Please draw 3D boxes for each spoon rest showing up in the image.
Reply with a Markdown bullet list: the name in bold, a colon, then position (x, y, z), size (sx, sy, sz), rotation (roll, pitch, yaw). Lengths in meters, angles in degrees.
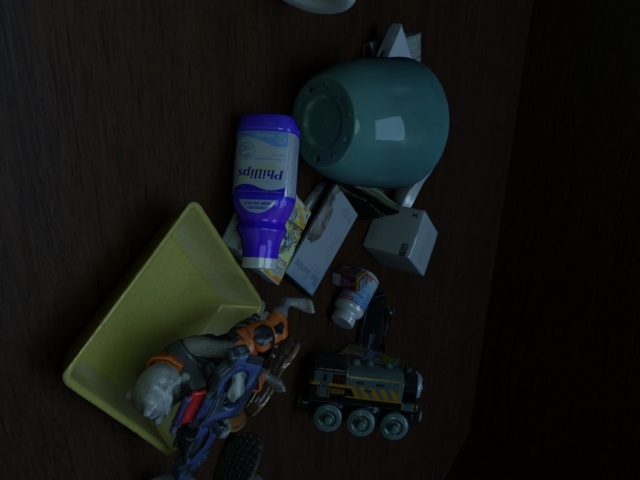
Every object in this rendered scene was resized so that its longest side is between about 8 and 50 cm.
- **spoon rest**: position (0.294, -0.195, 1.780), size (0.137, 0.084, 0.277), rotation (-30, 139, -57)

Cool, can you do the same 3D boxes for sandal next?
- **sandal**: position (0.122, -0.125, 1.518), size (0.302, 0.120, 0.086), rotation (34, 51, -57)

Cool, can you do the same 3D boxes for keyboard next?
- **keyboard**: position (0.170, 0.320, 1.890), size (0.201, 0.033, 0.317), rotation (-7, 110, -53)

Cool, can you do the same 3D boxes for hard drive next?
- **hard drive**: position (0.204, -0.369, 1.522), size (0.210, 0.040, 0.319), rotation (-67, 149, -21)

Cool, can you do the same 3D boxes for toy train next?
- **toy train**: position (0.110, 0.407, 1.541), size (0.142, 0.333, 0.190), rotation (-85, -178, -80)

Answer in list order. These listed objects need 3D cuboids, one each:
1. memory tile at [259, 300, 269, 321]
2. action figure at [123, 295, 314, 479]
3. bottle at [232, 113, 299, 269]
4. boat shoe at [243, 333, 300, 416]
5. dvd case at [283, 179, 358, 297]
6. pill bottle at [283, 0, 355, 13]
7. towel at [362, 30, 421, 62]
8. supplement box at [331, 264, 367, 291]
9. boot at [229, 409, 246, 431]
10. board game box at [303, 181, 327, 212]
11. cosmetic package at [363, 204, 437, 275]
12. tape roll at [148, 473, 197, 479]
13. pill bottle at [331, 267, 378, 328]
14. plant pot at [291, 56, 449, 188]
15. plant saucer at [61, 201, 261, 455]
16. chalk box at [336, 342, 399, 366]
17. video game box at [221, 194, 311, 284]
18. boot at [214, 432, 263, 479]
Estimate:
- **memory tile**: position (-0.156, 0.214, 1.277), size (0.148, 0.012, 0.113), rotation (-55, 146, -34)
- **action figure**: position (-0.183, 0.238, 0.986), size (0.330, 0.178, 0.341), rotation (-7, 136, -53)
- **bottle**: position (-0.104, -0.089, 1.076), size (0.092, 0.118, 0.283), rotation (17, 77, -78)
- **boat shoe**: position (-0.126, 0.296, 1.320), size (0.073, 0.073, 0.207), rotation (43, 54, -16)
- **dvd case**: position (0.000, 0.000, 1.409), size (0.253, 0.022, 0.180), rotation (-60, 150, -11)
- **pill bottle**: position (0.018, -0.599, 1.031), size (0.188, 0.187, 0.334), rotation (24, 82, -61)
- **towel**: position (0.206, -0.400, 1.596), size (0.324, 0.056, 0.312), rotation (-35, 132, -49)
- **supplement box**: position (0.078, 0.101, 1.567), size (0.055, 0.083, 0.043), rotation (-32, 130, -52)
- **boot**: position (-0.200, 0.309, 1.184), size (0.197, 0.072, 0.153), rotation (21, 80, -64)
- **board game box**: position (-0.007, -0.079, 1.399), size (0.090, 0.020, 0.090), rotation (-53, 144, -34)
- **cosmetic package**: position (0.243, -0.004, 1.743), size (0.183, 0.151, 0.151), rotation (43, 64, -59)
- **tape roll**: position (-0.270, 0.522, 0.998), size (0.219, 0.219, 0.072), rotation (-50, 143, -39)
- **pill bottle**: position (0.093, 0.163, 1.620), size (0.160, 0.087, 0.087), rotation (-60, 148, -28)
- **plant pot**: position (0.082, -0.247, 1.228), size (0.235, 0.293, 0.293), rotation (-10, 112, -43)
- **plant saucer**: position (-0.261, 0.149, 0.989), size (0.333, 0.080, 0.333), rotation (-60, 148, -27)
- **chalk box**: position (0.145, 0.408, 1.693), size (0.132, 0.213, 0.133), rotation (-23, 123, -55)
- **video game box**: position (-0.108, -0.029, 1.216), size (0.187, 0.048, 0.205), rotation (-65, 150, -14)
- **boot**: position (-0.180, 0.553, 1.341), size (0.247, 0.083, 0.161), rotation (-67, 158, -3)
